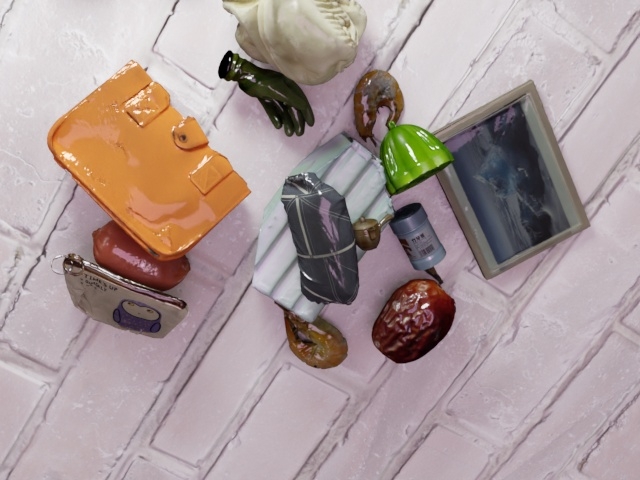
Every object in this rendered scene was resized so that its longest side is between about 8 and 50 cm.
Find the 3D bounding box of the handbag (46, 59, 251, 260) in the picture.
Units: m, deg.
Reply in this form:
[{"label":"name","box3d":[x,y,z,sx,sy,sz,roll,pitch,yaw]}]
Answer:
[{"label":"handbag","box3d":[-0.398,-0.177,1.384,0.303,0.116,0.410,-44,103,-11]}]

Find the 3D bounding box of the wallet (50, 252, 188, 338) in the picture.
[{"label":"wallet","box3d":[-0.509,0.155,1.491,0.335,0.068,0.275,23,147,-10]}]

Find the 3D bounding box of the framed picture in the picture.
[{"label":"framed picture","box3d":[0.498,-0.150,1.564,0.326,0.028,0.446,-29,108,4]}]

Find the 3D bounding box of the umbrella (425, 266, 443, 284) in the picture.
[{"label":"umbrella","box3d":[0.315,0.093,1.632,0.083,0.020,0.031,43,61,-16]}]

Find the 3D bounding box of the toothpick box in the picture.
[{"label":"toothpick box","box3d":[0.255,-0.010,1.550,0.101,0.101,0.153,-29,107,5]}]

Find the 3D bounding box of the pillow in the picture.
[{"label":"pillow","box3d":[0.000,0.000,1.367,0.161,0.092,0.335,-5,110,20]}]

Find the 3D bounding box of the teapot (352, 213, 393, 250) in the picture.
[{"label":"teapot","box3d":[0.131,-0.024,1.391,0.110,0.085,0.080,-22,113,-19]}]

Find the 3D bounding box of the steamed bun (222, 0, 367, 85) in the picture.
[{"label":"steamed bun","box3d":[-0.076,-0.491,1.288,0.237,0.394,0.346,-34,149,31]}]

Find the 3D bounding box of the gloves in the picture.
[{"label":"gloves","box3d":[-0.120,-0.355,1.403,0.268,0.135,0.107,37,76,-26]}]

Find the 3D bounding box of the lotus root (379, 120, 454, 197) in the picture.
[{"label":"lotus root","box3d":[0.211,-0.221,1.448,0.186,0.186,0.186,-1,108,-4]}]

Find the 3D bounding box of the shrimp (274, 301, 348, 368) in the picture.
[{"label":"shrimp","box3d":[-0.038,0.258,1.637,0.145,0.061,0.267,-38,109,17]}]

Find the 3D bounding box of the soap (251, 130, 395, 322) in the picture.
[{"label":"soap","box3d":[-0.002,-0.043,1.489,0.261,0.156,0.446,33,103,-14]}]

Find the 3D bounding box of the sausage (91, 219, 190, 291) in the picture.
[{"label":"sausage","box3d":[-0.461,0.044,1.489,0.254,0.148,0.148,35,102,-16]}]

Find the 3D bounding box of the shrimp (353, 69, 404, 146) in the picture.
[{"label":"shrimp","box3d":[0.146,-0.328,1.465,0.132,0.052,0.188,5,104,-6]}]

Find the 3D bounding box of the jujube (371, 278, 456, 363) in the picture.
[{"label":"jujube","box3d":[0.251,0.217,1.585,0.183,0.183,0.243,38,100,-15]}]
